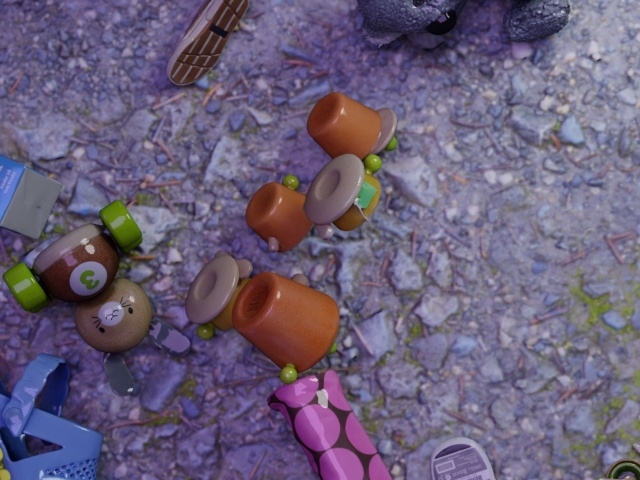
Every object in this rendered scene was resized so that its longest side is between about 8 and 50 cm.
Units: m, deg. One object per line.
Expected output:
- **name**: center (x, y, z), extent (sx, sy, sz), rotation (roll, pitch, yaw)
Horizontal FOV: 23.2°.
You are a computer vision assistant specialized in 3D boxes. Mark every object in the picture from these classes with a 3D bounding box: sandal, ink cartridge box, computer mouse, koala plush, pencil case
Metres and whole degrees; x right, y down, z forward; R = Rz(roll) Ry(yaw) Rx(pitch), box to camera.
- **sandal**: center (-0.301, 0.252, 1.747), extent (0.138, 0.126, 0.317), rotation (-31, 80, 0)
- **ink cartridge box**: center (-0.432, -0.085, 1.804), extent (0.231, 0.134, 0.078), rotation (23, 87, 11)
- **computer mouse**: center (0.177, 0.306, 1.701), extent (0.106, 0.042, 0.193), rotation (-19, 85, 11)
- **koala plush**: center (0.134, -0.302, 1.726), extent (0.221, 0.196, 0.203), rotation (-27, 67, 5)
- **pencil case**: center (0.021, 0.245, 1.710), extent (0.095, 0.098, 0.209), rotation (-17, 75, -39)

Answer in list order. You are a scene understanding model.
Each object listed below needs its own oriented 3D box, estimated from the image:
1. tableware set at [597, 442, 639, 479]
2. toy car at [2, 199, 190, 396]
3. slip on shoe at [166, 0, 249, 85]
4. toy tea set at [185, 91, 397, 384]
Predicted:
- **tableware set**: center (0.328, 0.304, 1.684), extent (0.154, 0.024, 0.104), rotation (-46, 78, 0)
- **toy car**: center (-0.239, 0.076, 1.757), extent (0.155, 0.149, 0.188), rotation (-34, 90, -7)
- **slip on shoe**: center (-0.137, -0.243, 1.829), extent (0.135, 0.051, 0.041), rotation (-56, 38, 7)
- **toy tea set**: center (0.000, 0.000, 1.736), extent (0.124, 0.200, 0.336), rotation (34, 90, -32)
